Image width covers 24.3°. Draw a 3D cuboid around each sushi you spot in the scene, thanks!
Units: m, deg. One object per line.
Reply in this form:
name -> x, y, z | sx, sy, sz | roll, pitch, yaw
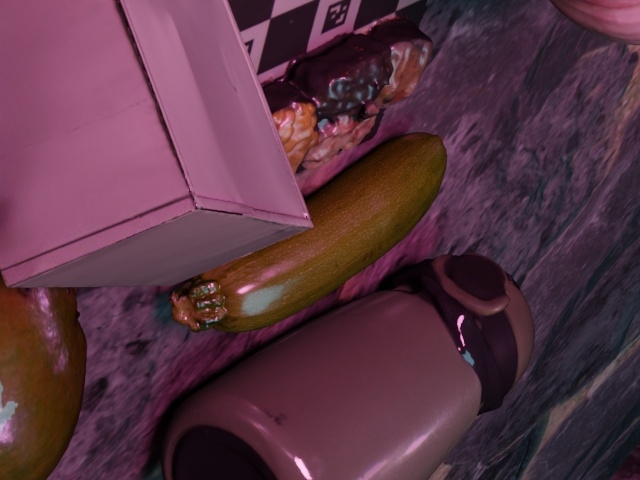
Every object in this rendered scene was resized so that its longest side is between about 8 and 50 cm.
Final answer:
sushi -> 0.013, -0.092, 0.933 | 0.215, 0.050, 0.192 | -27, 149, -42

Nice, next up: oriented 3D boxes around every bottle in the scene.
bottle -> 0.041, 0.124, 1.191 | 0.347, 0.168, 0.168 | -33, 153, -43

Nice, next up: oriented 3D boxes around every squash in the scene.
squash -> 0.000, 0.000, 1.037 | 0.258, 0.069, 0.069 | -34, 153, -31

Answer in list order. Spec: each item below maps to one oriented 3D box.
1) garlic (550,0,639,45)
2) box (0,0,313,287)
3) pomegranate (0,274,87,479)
garlic -> 0.138, -0.210, 0.844 | 0.253, 0.245, 0.245 | -19, 170, 26
box -> -0.082, -0.053, 0.627 | 0.086, 0.129, 0.225 | -22, 175, 8
pomegranate -> -0.211, 0.049, 0.619 | 0.225, 0.187, 0.187 | -18, 151, -8
